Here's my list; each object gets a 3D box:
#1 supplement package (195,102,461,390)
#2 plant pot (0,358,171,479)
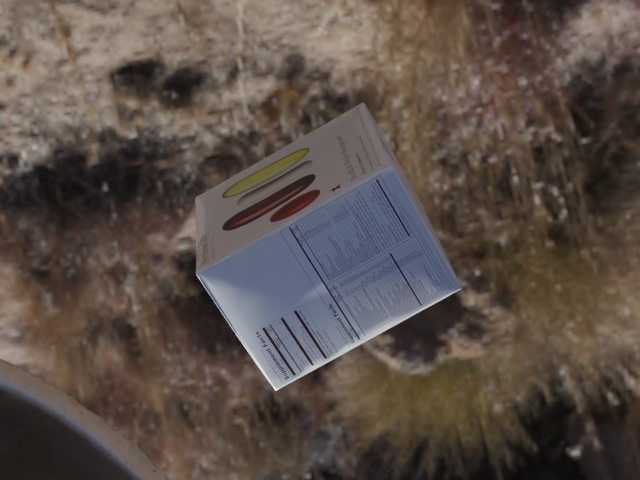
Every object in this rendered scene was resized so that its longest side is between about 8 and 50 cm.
[{"bbox_3d":[0.000,0.000,1.242,0.203,0.149,0.194,-29,-157,6],"label":"supplement package"},{"bbox_3d":[-0.224,0.242,0.466,0.305,0.334,0.333,-33,159,35],"label":"plant pot"}]
